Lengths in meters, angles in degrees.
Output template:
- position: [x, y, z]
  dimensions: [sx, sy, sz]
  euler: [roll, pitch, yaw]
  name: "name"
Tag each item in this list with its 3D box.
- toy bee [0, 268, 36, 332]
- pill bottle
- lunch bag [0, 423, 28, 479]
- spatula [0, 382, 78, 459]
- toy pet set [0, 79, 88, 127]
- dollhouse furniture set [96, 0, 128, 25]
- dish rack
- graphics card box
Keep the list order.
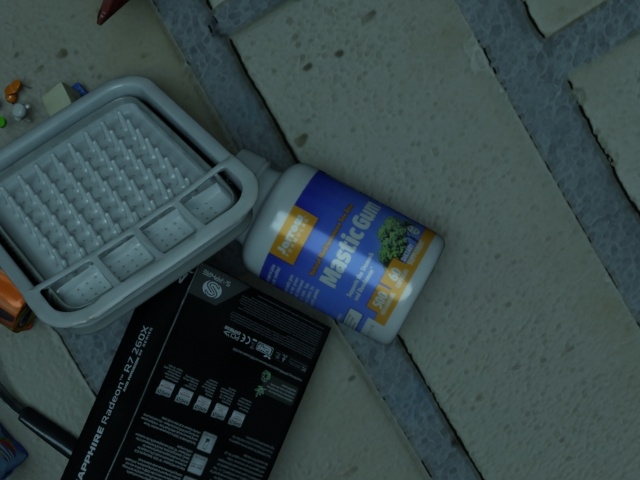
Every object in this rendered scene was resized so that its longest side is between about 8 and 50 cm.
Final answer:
- position: [-0.379, 0.043, 1.825]
  dimensions: [0.298, 0.162, 0.195]
  euler: [-33, 77, -13]
  name: "toy bee"
- position: [0.000, 0.000, 1.752]
  dimensions: [0.272, 0.152, 0.152]
  euler: [28, 98, 3]
  name: "pill bottle"
- position: [-0.510, 0.243, 1.808]
  dimensions: [0.293, 0.221, 0.138]
  euler: [37, 101, 2]
  name: "lunch bag"
- position: [-0.400, 0.203, 1.876]
  dimensions: [0.296, 0.084, 0.030]
  euler: [41, 128, -5]
  name: "spatula"
- position: [-0.343, -0.153, 1.837]
  dimensions: [0.114, 0.065, 0.122]
  euler: [-37, 61, 15]
  name: "toy pet set"
- position: [-0.237, -0.459, 1.645]
  dimensions: [0.201, 0.152, 0.374]
  euler: [37, 138, 4]
  name: "dollhouse furniture set"
- position: [-0.245, -0.037, 1.682]
  dimensions: [0.285, 0.072, 0.333]
  euler: [-35, 48, -13]
  name: "dish rack"
- position: [-0.156, 0.223, 1.717]
  dimensions: [0.232, 0.094, 0.371]
  euler: [28, 82, -39]
  name: "graphics card box"
